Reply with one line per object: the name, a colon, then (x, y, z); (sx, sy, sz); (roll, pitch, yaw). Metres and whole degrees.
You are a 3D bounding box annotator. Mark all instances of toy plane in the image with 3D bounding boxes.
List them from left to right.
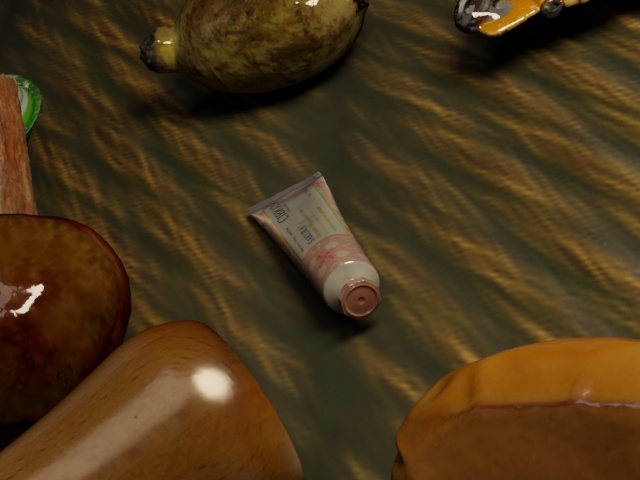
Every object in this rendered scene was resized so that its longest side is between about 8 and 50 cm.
toy plane: (0.194, -0.279, 1.440); (0.204, 0.103, 0.316); (-20, 28, 6)

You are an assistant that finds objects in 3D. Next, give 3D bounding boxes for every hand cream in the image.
hand cream: (0.000, 0.000, 1.247); (0.067, 0.043, 0.209); (-30, 29, -4)

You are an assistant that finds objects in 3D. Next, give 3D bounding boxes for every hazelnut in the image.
hazelnut: (-0.236, 0.068, 1.215); (0.204, 0.178, 0.178); (-38, 36, -24)

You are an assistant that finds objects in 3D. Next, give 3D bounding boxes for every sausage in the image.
sausage: (0.152, 0.116, 0.922); (0.241, 0.120, 0.136); (-6, 6, 23)

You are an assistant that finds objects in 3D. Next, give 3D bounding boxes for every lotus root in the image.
lotus root: (-0.057, -0.195, 1.462); (0.214, 0.138, 0.138); (-16, 36, 17)

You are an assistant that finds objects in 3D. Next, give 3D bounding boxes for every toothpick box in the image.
toothpick box: (-0.165, 0.178, 0.997); (0.294, 0.192, 0.192); (-32, 34, -16)

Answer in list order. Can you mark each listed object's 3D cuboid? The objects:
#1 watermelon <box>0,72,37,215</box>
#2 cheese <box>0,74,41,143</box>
watermelon: (-0.323, -0.050, 1.392); (0.193, 0.140, 0.256); (-7, 53, 13)
cheese: (-0.380, -0.110, 1.594); (0.204, 0.083, 0.320); (-36, 37, -14)
